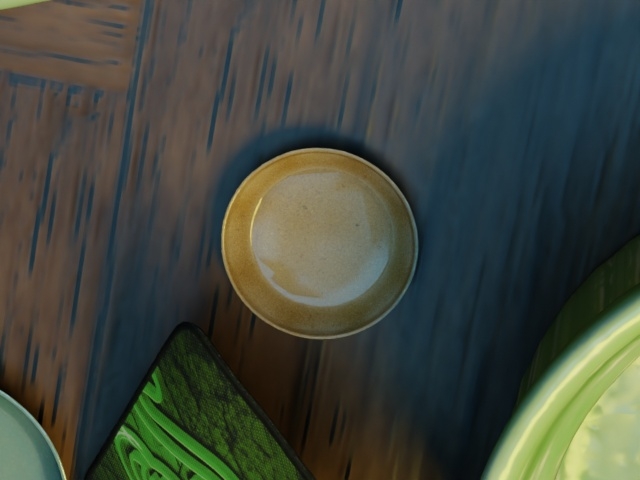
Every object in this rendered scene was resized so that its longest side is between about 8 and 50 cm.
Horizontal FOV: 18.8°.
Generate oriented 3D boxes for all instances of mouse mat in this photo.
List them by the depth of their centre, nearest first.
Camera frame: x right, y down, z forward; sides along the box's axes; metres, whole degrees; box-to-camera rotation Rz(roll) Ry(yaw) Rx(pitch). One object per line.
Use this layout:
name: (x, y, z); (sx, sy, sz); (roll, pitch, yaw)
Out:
mouse mat: (-0.026, 0.140, 0.787); (0.189, 0.007, 0.152); (53, 140, 17)

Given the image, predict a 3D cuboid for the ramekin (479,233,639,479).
ramekin: (0.207, 0.119, 0.760); (0.303, 0.148, 0.303); (1, 105, 5)

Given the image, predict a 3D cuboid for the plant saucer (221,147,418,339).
plant saucer: (0.000, 0.000, 0.818); (0.083, 0.015, 0.083); (1, 105, 5)

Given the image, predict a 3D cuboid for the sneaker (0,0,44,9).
sneaker: (-0.106, -0.197, 0.701); (0.151, 0.094, 0.256); (-3, 137, 8)

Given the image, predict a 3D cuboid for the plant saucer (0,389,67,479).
plant saucer: (-0.168, 0.111, 0.860); (0.119, 0.021, 0.119); (2, 105, 6)
